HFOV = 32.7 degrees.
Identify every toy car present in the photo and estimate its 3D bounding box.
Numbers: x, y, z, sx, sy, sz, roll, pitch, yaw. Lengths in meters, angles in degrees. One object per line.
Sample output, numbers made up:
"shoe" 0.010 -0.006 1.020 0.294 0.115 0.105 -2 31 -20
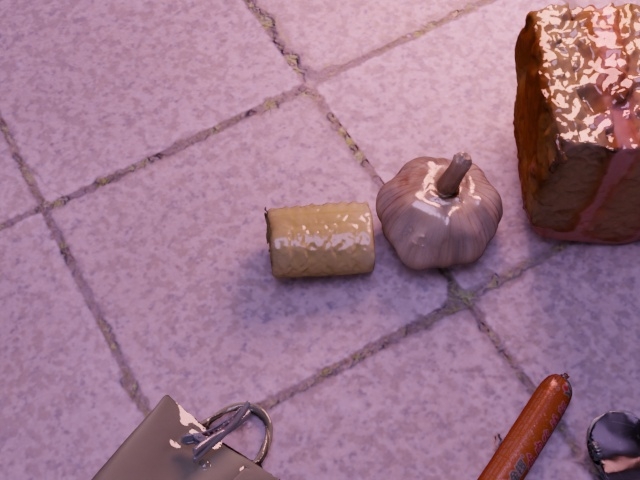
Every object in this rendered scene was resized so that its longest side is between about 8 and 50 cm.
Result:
"toy car" 0.431 0.326 1.479 0.095 0.056 0.205 -16 55 -6

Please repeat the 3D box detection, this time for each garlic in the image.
"garlic" 0.182 -0.068 1.646 0.199 0.226 0.199 1 61 -1

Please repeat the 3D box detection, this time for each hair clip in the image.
"hair clip" -0.143 0.259 1.513 0.039 0.030 0.115 37 50 27

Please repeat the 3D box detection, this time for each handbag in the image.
"handbag" -0.180 0.330 1.493 0.241 0.109 0.315 33 62 21

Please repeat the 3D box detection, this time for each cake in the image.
"cake" 0.458 -0.176 1.662 0.306 0.293 0.314 0 62 -2

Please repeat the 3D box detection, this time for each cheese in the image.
"cheese" 0.000 0.000 1.694 0.167 0.094 0.123 -4 48 -4

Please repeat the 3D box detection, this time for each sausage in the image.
"sausage" 0.256 0.316 1.499 0.053 0.053 0.348 30 64 20
